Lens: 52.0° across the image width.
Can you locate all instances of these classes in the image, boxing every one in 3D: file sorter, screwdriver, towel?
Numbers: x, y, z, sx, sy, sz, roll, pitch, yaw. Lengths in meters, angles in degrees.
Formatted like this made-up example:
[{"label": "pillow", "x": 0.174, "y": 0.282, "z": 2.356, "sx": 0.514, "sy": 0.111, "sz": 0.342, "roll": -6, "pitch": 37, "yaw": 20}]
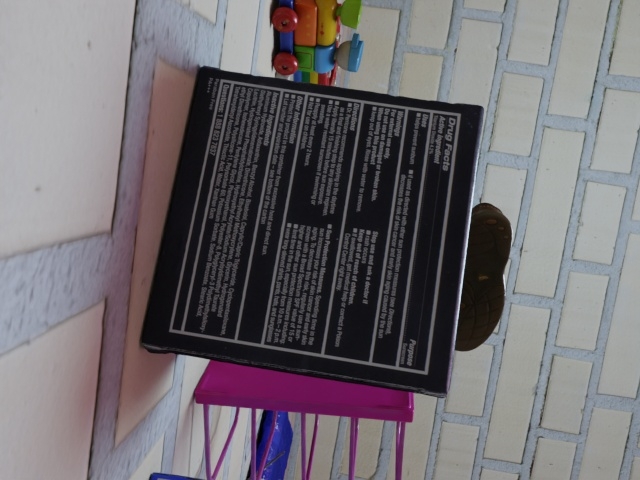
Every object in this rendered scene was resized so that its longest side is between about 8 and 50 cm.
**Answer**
[{"label": "file sorter", "x": -0.014, "y": 0.257, "z": 0.980, "sx": 0.202, "sy": 0.291, "sz": 0.182, "roll": -72, "pitch": 165, "yaw": -68}, {"label": "screwdriver", "x": -0.122, "y": 0.388, "z": 1.038, "sx": 0.024, "sy": 0.170, "sz": 0.025, "roll": 50, "pitch": -7, "yaw": 36}, {"label": "towel", "x": -0.140, "y": 0.581, "z": 1.711, "sx": 0.308, "sy": 0.076, "sz": 0.227, "roll": -77, "pitch": 167, "yaw": -48}]

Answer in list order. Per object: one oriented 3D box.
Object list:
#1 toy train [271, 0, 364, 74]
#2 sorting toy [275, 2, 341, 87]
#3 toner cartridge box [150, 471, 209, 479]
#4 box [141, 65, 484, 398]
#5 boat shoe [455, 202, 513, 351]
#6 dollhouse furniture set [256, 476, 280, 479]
[{"label": "toy train", "x": 0.002, "y": -0.369, "z": 1.029, "sx": 0.248, "sy": 0.143, "sz": 0.105, "roll": 94, "pitch": 6, "yaw": -56}, {"label": "sorting toy", "x": -0.017, "y": -0.316, "z": 1.294, "sx": 0.255, "sy": 0.089, "sz": 0.257, "roll": 93, "pitch": 7, "yaw": -58}, {"label": "toner cartridge box", "x": -0.119, "y": 0.402, "z": 0.829, "sx": 0.348, "sy": 0.165, "sz": 0.075, "roll": 95, "pitch": 5, "yaw": -50}, {"label": "box", "x": 0.000, "y": 0.000, "z": 0.715, "sx": 0.183, "sy": 0.294, "sz": 0.296, "roll": 79, "pitch": 20, "yaw": -78}, {"label": "boat shoe", "x": 0.176, "y": 0.042, "z": 0.741, "sx": 0.060, "sy": 0.064, "sz": 0.178, "roll": -74, "pitch": 172, "yaw": -67}, {"label": "dollhouse furniture set", "x": -0.123, "y": 0.691, "z": 1.575, "sx": 0.303, "sy": 0.355, "sz": 0.174, "roll": -52, "pitch": -148, "yaw": 6}]
